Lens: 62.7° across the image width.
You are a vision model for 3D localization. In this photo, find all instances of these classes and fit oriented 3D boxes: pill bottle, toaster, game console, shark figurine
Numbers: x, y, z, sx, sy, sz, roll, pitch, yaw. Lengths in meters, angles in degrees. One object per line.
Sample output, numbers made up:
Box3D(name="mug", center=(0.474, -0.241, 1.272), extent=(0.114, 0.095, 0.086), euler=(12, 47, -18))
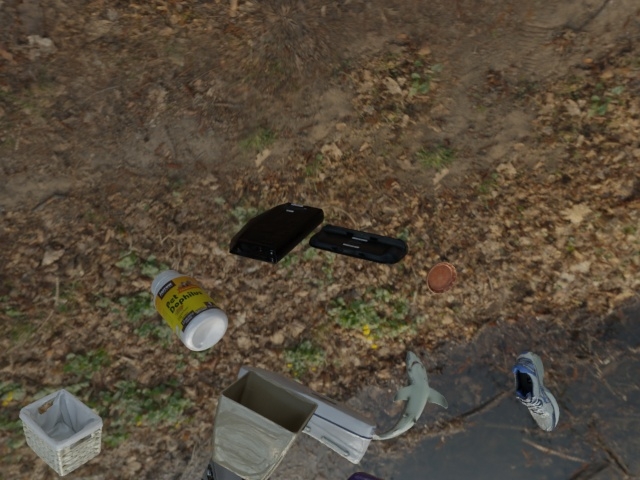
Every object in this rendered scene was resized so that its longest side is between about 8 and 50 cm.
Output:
Box3D(name="pill bottle", center=(-0.328, 0.162, 1.287), extent=(0.117, 0.215, 0.117), euler=(-29, 138, -30))
Box3D(name="toaster", center=(-0.251, 0.713, 1.531), extent=(0.186, 0.110, 0.168), euler=(10, 125, -26))
Box3D(name="game console", center=(0.000, 0.000, 1.116), extent=(0.361, 0.213, 0.044), euler=(12, 122, 26))
Box3D(name="shark figurine", center=(0.226, 0.464, 1.442), extent=(0.166, 0.116, 0.278), euler=(38, 75, 3))

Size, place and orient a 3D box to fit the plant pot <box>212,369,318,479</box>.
Box3D(name="plant pot", center=(-0.080, 0.250, 0.690), extent=(0.109, 0.109, 0.096), euler=(24, 98, 12))

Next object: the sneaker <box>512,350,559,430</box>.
Box3D(name="sneaker", center=(0.349, 0.257, 0.872), extent=(0.052, 0.058, 0.135), euler=(-21, 90, 48))

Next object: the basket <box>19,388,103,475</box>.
Box3D(name="basket", center=(-0.597, 0.442, 1.217), extent=(0.167, 0.113, 0.103), euler=(21, 117, 30))

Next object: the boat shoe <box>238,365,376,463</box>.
Box3D(name="boat shoe", center=(-0.036, 0.311, 0.946), extent=(0.267, 0.096, 0.088), euler=(23, 86, 6))

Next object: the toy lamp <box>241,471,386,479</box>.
Box3D(name="toy lamp", center=(-0.005, 0.367, 0.741), extent=(0.275, 0.080, 0.080), euler=(-19, 116, 36))

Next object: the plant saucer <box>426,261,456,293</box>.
Box3D(name="plant saucer", center=(0.298, 0.092, 1.302), extent=(0.083, 0.013, 0.083), euler=(-5, 107, -17))
